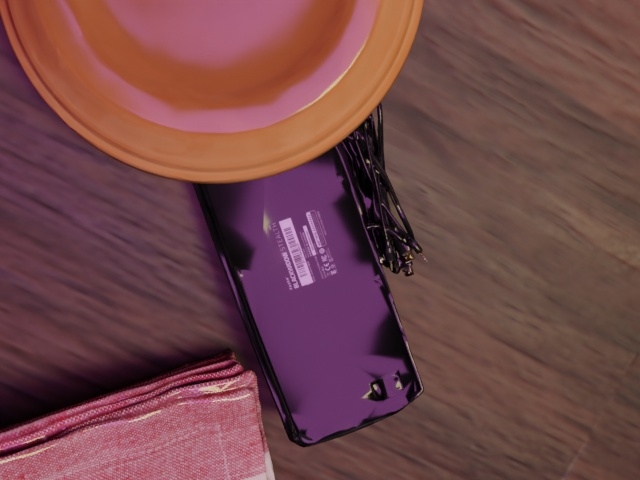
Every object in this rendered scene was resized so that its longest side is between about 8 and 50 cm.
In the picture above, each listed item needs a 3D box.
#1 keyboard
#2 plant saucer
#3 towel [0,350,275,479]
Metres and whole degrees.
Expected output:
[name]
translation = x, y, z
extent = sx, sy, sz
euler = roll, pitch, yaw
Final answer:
[keyboard]
translation = 0.000, 0.000, 0.496
extent = 0.100, 0.038, 0.192
euler = -19, 96, 1
[plant saucer]
translation = -0.048, -0.125, 0.442
extent = 0.199, 0.037, 0.200
euler = -1, 96, -5
[towel]
translation = -0.108, 0.243, 0.485
extent = 0.237, 0.037, 0.329
euler = -18, 105, -25
